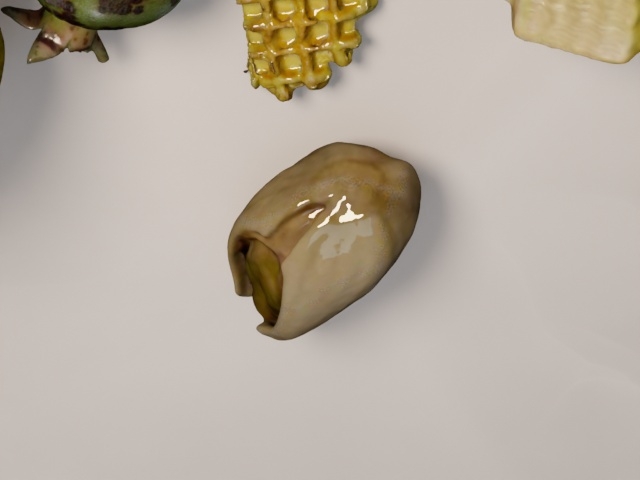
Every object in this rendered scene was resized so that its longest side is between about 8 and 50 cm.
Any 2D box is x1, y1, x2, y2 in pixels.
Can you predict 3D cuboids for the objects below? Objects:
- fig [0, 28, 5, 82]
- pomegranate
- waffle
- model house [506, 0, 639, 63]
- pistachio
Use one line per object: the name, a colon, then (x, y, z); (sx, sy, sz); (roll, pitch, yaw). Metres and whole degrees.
fig: (-0.416, -0.143, 0.978); (0.343, 0.343, 0.343); (2, 130, 2)
pomegranate: (-0.182, -0.223, 1.034); (0.148, 0.148, 0.169); (39, 134, -26)
waffle: (-0.034, -0.205, 1.094); (0.161, 0.046, 0.192); (22, 128, -17)
model house: (0.242, -0.236, 0.964); (0.234, 0.174, 0.193); (-2, 131, 2)
pistachio: (0.000, 0.000, 1.209); (0.153, 0.137, 0.238); (4, 143, -47)
